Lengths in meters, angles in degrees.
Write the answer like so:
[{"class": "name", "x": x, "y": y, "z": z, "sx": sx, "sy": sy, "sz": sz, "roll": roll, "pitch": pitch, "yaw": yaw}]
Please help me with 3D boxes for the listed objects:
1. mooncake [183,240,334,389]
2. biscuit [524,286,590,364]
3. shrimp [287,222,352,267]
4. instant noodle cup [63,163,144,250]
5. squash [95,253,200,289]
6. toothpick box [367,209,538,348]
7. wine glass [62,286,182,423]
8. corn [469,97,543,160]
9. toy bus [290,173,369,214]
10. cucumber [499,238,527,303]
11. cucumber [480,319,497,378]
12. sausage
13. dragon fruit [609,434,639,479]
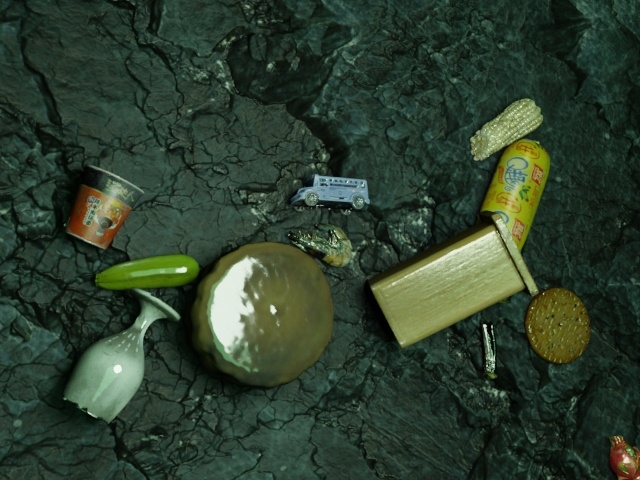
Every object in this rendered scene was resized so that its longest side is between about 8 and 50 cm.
[{"class": "mooncake", "x": -0.126, "y": 0.149, "z": 1.498, "sx": 0.291, "sy": 0.161, "sz": 0.290, "roll": 3, "pitch": 81, "yaw": -23}, {"class": "biscuit", "x": 0.577, "y": 0.207, "z": 1.840, "sx": 0.188, "sy": 0.027, "sz": 0.187, "roll": 4, "pitch": 79, "yaw": -21}, {"class": "shrimp", "x": 0.000, "y": 0.000, "z": 1.644, "sx": 0.161, "sy": 0.034, "sz": 0.091, "roll": 23, "pitch": 62, "yaw": -24}, {"class": "instant noodle cup", "x": -0.420, "y": -0.059, "z": 1.442, "sx": 0.127, "sy": 0.127, "sz": 0.135, "roll": 27, "pitch": 81, "yaw": -16}, {"class": "squash", "x": -0.337, "y": 0.065, "z": 1.481, "sx": 0.201, "sy": 0.066, "sz": 0.066, "roll": -7, "pitch": 85, "yaw": -16}, {"class": "toothpick box", "x": 0.271, "y": 0.087, "z": 1.612, "sx": 0.308, "sy": 0.190, "sz": 0.187, "roll": -27, "pitch": 94, "yaw": 3}, {"class": "wine glass", "x": -0.371, "y": 0.213, "z": 1.411, "sx": 0.126, "sy": 0.126, "sz": 0.241, "roll": 35, "pitch": 68, "yaw": -13}, {"class": "corn", "x": 0.446, "y": -0.273, "z": 1.832, "sx": 0.211, "sy": 0.087, "sz": 0.087, "roll": -30, "pitch": 94, "yaw": -21}, {"class": "toy bus", "x": 0.018, "y": -0.100, "z": 1.641, "sx": 0.168, "sy": 0.073, "sz": 0.076, "roll": 3, "pitch": 78, "yaw": -25}, {"class": "cucumber", "x": 0.464, "y": 0.031, "z": 1.812, "sx": 0.043, "sy": 0.044, "sz": 0.256, "roll": 11, "pitch": 71, "yaw": 24}, {"class": "cucumber", "x": 0.394, "y": 0.253, "z": 1.757, "sx": 0.034, "sy": 0.033, "sz": 0.134, "roll": 15, "pitch": 73, "yaw": -58}, {"class": "sausage", "x": 0.449, "y": -0.092, "z": 1.780, "sx": 0.123, "sy": 0.123, "sz": 0.347, "roll": 27, "pitch": 74, "yaw": -16}, {"class": "dragon fruit", "x": 0.738, "y": 0.527, "z": 1.828, "sx": 0.081, "sy": 0.086, "sz": 0.116, "roll": -25, "pitch": 82, "yaw": 15}]
